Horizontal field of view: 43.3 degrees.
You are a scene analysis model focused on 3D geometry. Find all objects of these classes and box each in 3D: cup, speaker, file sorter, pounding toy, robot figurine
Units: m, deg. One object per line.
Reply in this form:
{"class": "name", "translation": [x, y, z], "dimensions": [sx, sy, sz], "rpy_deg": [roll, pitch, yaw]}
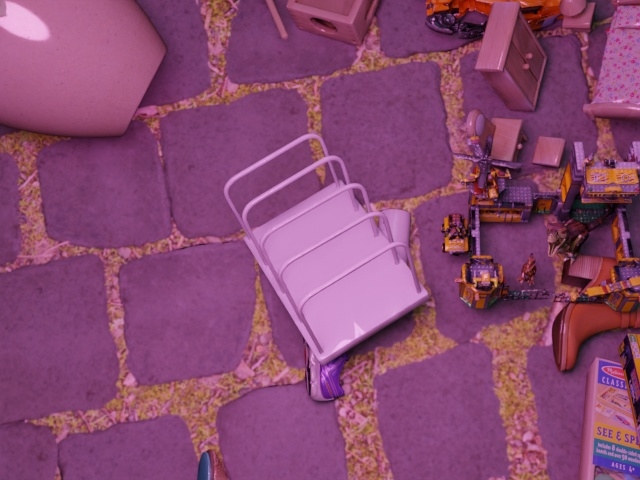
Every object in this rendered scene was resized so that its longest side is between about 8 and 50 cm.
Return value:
{"class": "cup", "translation": [-0.394, -0.300, 1.324], "dimensions": [0.237, 0.331, 0.331], "rpy_deg": [27, 78, -16]}
{"class": "speaker", "translation": [0.116, 0.020, 1.309], "dimensions": [0.055, 0.055, 0.136], "rpy_deg": [4, 75, 5]}
{"class": "file sorter", "translation": [0.000, 0.000, 1.217], "dimensions": [0.193, 0.173, 0.278], "rpy_deg": [-31, 53, -6]}
{"class": "pounding toy", "translation": [-0.014, -0.415, 1.419], "dimensions": [0.206, 0.094, 0.181], "rpy_deg": [20, 82, 18]}
{"class": "robot figurine", "translation": [0.302, -0.443, 1.403], "dimensions": [0.291, 0.085, 0.211], "rpy_deg": [-5, 75, 2]}

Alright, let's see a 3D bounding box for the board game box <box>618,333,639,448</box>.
{"class": "board game box", "translation": [0.521, 0.221, 1.167], "dimensions": [0.141, 0.048, 0.170], "rpy_deg": [3, 50, 0]}

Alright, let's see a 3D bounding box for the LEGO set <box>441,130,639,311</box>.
{"class": "LEGO set", "translation": [0.346, -0.028, 1.186], "dimensions": [0.331, 0.192, 0.255], "rpy_deg": [8, 63, 9]}

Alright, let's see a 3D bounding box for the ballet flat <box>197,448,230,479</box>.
{"class": "ballet flat", "translation": [-0.157, 0.424, 1.226], "dimensions": [0.067, 0.073, 0.206], "rpy_deg": [10, 77, -22]}

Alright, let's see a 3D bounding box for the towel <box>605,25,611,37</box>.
{"class": "towel", "translation": [0.660, -0.360, 1.384], "dimensions": [0.275, 0.031, 0.199], "rpy_deg": [-32, 75, -4]}

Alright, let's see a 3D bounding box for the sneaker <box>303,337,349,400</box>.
{"class": "sneaker", "translation": [0.010, 0.169, 1.284], "dimensions": [0.071, 0.068, 0.170], "rpy_deg": [0, 83, -12]}

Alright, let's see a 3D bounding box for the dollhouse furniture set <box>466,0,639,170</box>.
{"class": "dollhouse furniture set", "translation": [0.432, -0.251, 1.216], "dimensions": [0.355, 0.174, 0.303], "rpy_deg": [11, 81, 34]}

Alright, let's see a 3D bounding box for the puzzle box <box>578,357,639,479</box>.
{"class": "puzzle box", "translation": [0.577, 0.338, 1.139], "dimensions": [0.409, 0.052, 0.272], "rpy_deg": [14, 50, 7]}

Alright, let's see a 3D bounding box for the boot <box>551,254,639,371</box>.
{"class": "boot", "translation": [0.447, 0.121, 1.253], "dimensions": [0.152, 0.073, 0.197], "rpy_deg": [13, 79, 4]}
